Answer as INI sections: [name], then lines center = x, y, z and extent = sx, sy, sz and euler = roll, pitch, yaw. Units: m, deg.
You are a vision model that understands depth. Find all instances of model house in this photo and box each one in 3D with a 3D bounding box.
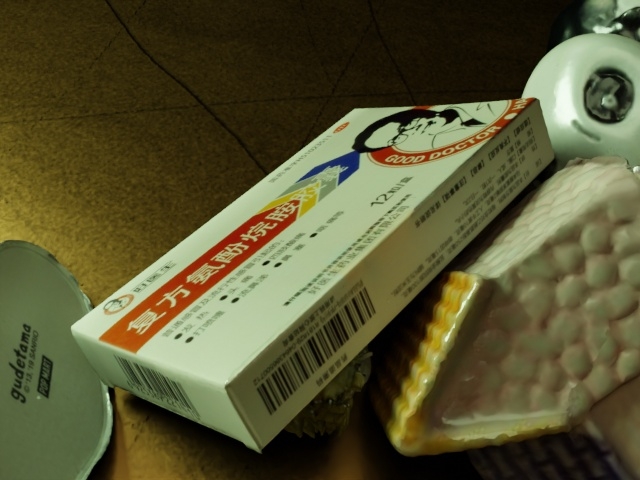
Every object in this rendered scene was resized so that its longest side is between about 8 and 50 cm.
[model house]
center = 0.166, 0.102, 0.613
extent = 0.237, 0.202, 0.237
euler = -36, 96, -3

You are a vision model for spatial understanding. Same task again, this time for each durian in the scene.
[durian]
center = -0.006, 0.085, 0.672
extent = 0.140, 0.078, 0.224
euler = -9, 27, 23

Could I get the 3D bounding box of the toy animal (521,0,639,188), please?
[toy animal]
center = 0.283, -0.123, 0.780
extent = 0.187, 0.165, 0.235
euler = 32, 54, -3

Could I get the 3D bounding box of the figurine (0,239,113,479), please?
[figurine]
center = -0.261, 0.123, 0.623
extent = 0.141, 0.166, 0.250
euler = -33, 27, 16

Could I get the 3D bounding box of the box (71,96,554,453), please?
[box]
center = 0.000, 0.000, 0.658
extent = 0.353, 0.069, 0.214
euler = -39, 28, -31
